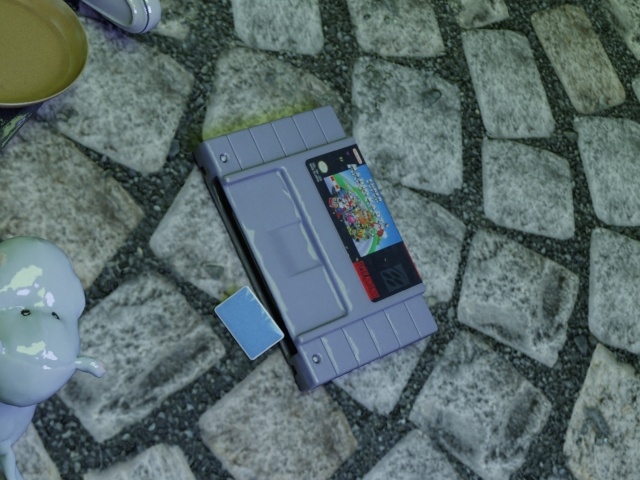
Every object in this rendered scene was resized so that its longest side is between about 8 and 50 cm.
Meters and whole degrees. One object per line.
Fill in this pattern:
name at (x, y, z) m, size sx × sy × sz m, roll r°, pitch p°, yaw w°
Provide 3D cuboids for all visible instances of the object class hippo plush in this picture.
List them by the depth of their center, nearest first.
hippo plush at (-0.363, 0.113, 1.289) m, size 0.234 × 0.236 × 0.294 m, roll 12°, pitch 65°, yaw -26°

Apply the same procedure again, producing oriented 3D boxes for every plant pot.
plant pot at (-0.403, -0.243, 1.502) m, size 0.236 × 0.032 × 0.236 m, roll 13°, pitch 47°, yaw -15°

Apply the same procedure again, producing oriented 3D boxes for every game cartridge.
game cartridge at (0.000, 0.000, 1.657) m, size 0.230 × 0.068 × 0.355 m, roll -21°, pitch 82°, yaw -30°

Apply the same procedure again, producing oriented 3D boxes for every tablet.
tablet at (-0.091, 0.105, 1.576) m, size 0.054 × 0.006 × 0.083 m, roll -37°, pitch 90°, yaw -2°

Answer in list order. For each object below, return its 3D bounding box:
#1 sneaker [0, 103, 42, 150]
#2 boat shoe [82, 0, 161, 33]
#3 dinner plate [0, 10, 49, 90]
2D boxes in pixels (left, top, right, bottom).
sneaker at (-0.409, -0.150, 1.484) m, size 0.089 × 0.051 × 0.170 m, roll 42°, pitch 59°, yaw -14°
boat shoe at (-0.324, -0.360, 1.585) m, size 0.267 × 0.096 × 0.088 m, roll 47°, pitch 45°, yaw -3°
dinner plate at (-0.409, -0.234, 1.524) m, size 0.141 × 0.017 × 0.141 m, roll 14°, pitch 48°, yaw -16°
